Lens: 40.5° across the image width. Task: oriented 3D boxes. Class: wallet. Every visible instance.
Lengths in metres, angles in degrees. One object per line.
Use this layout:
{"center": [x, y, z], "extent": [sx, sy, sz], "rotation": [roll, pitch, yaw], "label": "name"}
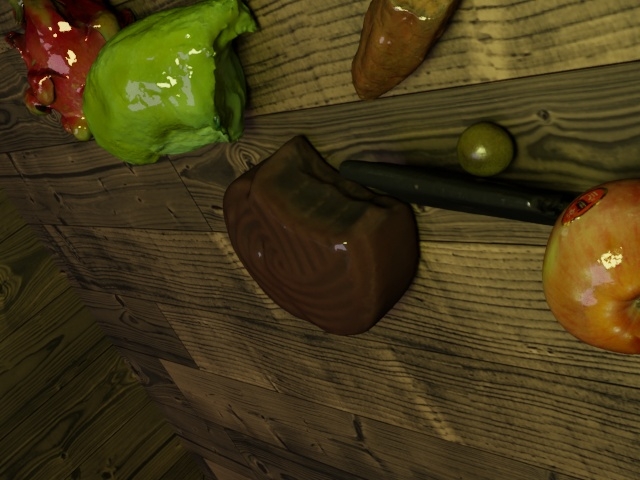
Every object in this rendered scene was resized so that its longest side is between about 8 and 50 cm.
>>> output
{"center": [0.188, -0.063, 1.129], "extent": [0.321, 0.044, 0.170], "rotation": [13, 178, 45], "label": "wallet"}

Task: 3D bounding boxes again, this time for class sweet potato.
{"center": [0.090, -0.249, 1.059], "extent": [0.097, 0.097, 0.251], "rotation": [45, 149, 4], "label": "sweet potato"}

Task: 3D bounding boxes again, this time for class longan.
{"center": [0.212, -0.113, 1.099], "extent": [0.083, 0.075, 0.075], "rotation": [17, 173, -40], "label": "longan"}

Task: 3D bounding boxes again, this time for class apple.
{"center": [0.347, 0.030, 0.948], "extent": [0.209, 0.164, 0.209], "rotation": [10, 135, 10], "label": "apple"}

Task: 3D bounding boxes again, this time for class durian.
{"center": [-0.237, -0.230, 1.349], "extent": [0.340, 0.204, 0.256], "rotation": [-11, 139, 16], "label": "durian"}

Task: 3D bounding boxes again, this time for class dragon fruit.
{"center": [-0.437, -0.339, 1.514], "extent": [0.307, 0.227, 0.243], "rotation": [45, 146, 10], "label": "dragon fruit"}

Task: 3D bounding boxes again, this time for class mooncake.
{"center": [0.000, 0.000, 1.403], "extent": [0.326, 0.174, 0.334], "rotation": [52, 152, -4], "label": "mooncake"}
